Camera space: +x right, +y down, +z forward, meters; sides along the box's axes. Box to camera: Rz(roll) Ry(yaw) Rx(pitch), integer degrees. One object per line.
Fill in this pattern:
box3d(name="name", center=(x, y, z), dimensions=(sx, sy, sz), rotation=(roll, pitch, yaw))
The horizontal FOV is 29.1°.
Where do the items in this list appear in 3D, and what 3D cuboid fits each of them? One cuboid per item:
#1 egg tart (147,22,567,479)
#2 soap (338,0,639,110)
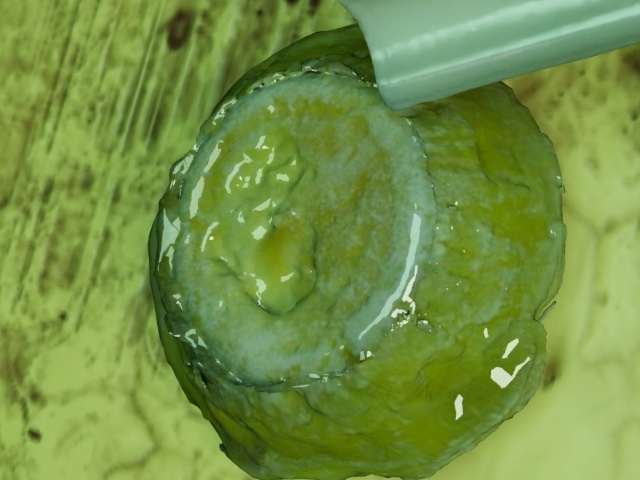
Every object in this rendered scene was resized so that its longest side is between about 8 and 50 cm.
box3d(name="egg tart", center=(0.000, 0.000, 0.487), dimensions=(0.197, 0.078, 0.197), rotation=(-7, 74, 27))
box3d(name="soap", center=(0.111, -0.119, 0.423), dimensions=(0.198, 0.066, 0.119), rotation=(-13, 32, 24))
